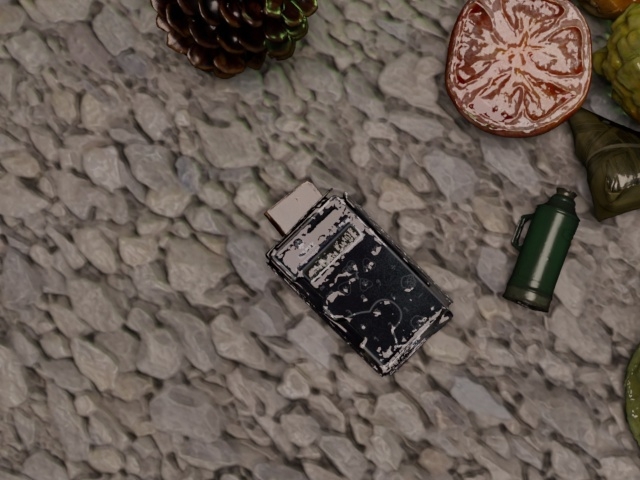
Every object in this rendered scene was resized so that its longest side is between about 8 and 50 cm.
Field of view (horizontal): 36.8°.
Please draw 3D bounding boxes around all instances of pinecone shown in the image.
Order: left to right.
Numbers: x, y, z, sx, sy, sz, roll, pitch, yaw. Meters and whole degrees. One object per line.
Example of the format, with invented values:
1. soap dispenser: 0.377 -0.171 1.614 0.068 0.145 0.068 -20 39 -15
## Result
1. pinecone: -0.113 -0.370 1.405 0.246 0.292 0.246 3 84 -30

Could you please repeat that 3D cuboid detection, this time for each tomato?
1. tomato: 0.297 -0.272 1.473 0.237 0.095 0.236 0 90 4

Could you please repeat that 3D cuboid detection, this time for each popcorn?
1. popcorn: 0.524 -0.252 1.415 0.235 0.217 0.181 34 62 -22

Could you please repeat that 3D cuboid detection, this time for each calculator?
1. calculator: 0.063 0.065 1.473 0.274 0.028 0.166 45 92 -5

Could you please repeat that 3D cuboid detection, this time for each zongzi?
1. zongzi: 0.491 -0.147 1.472 0.205 0.094 0.204 -12 63 -7

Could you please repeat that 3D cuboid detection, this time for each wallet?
1. wallet: 0.000 0.000 1.498 0.095 0.026 0.176 -39 90 -2

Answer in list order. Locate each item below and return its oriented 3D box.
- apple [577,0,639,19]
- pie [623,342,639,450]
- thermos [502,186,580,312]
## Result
1. apple: 0.448 -0.406 1.446 0.147 0.146 0.146 0 86 2
2. pie: 0.601 0.230 1.443 0.306 0.071 0.306 0 85 2
3. thermos: 0.343 0.011 1.469 0.073 0.083 0.187 23 86 -18
